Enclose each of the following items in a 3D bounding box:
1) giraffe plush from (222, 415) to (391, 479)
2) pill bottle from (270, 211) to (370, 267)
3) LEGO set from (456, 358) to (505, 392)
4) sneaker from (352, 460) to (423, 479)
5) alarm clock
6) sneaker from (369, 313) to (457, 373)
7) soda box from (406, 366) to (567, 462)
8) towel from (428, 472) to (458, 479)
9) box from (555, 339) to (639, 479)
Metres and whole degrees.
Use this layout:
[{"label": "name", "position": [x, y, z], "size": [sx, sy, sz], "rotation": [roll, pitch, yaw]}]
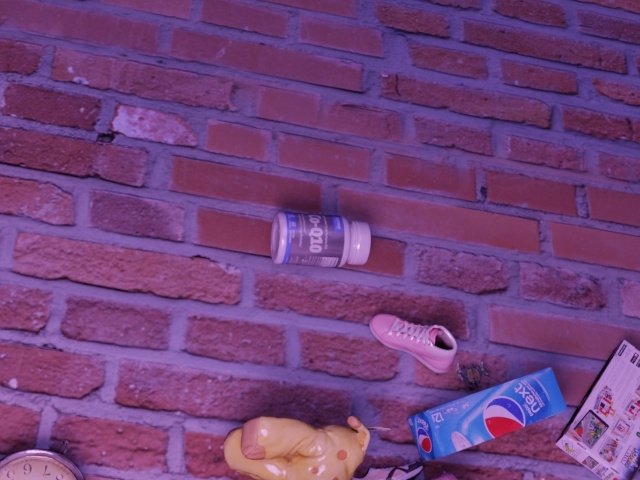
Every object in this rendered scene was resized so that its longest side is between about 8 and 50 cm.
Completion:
[{"label": "giraffe plush", "position": [-0.014, 0.317, 1.346], "size": [0.210, 0.181, 0.170], "rotation": [-3, 68, 3]}, {"label": "pill bottle", "position": [0.000, 0.000, 1.609], "size": [0.137, 0.078, 0.078], "rotation": [3, 56, -14]}, {"label": "LEGO set", "position": [0.228, 0.203, 1.576], "size": [0.083, 0.023, 0.054], "rotation": [48, 59, 2]}, {"label": "sneaker", "position": [0.087, 0.314, 1.447], "size": [0.109, 0.040, 0.044], "rotation": [-20, 62, -27]}, {"label": "alarm clock", "position": [-0.340, 0.336, 1.297], "size": [0.129, 0.064, 0.192], "rotation": [-6, 56, -19]}, {"label": "sneaker", "position": [0.137, 0.134, 1.563], "size": [0.134, 0.070, 0.051], "rotation": [31, 56, 7]}, {"label": "soda box", "position": [0.231, 0.241, 1.508], "size": [0.210, 0.071, 0.067], "rotation": [-15, 78, -24]}, {"label": "towel", "position": [0.092, 0.415, 1.254], "size": [0.329, 0.037, 0.237], "rotation": [-4, 74, -50]}, {"label": "box", "position": [0.439, 0.252, 1.589], "size": [0.114, 0.036, 0.207], "rotation": [37, 55, 10]}]
